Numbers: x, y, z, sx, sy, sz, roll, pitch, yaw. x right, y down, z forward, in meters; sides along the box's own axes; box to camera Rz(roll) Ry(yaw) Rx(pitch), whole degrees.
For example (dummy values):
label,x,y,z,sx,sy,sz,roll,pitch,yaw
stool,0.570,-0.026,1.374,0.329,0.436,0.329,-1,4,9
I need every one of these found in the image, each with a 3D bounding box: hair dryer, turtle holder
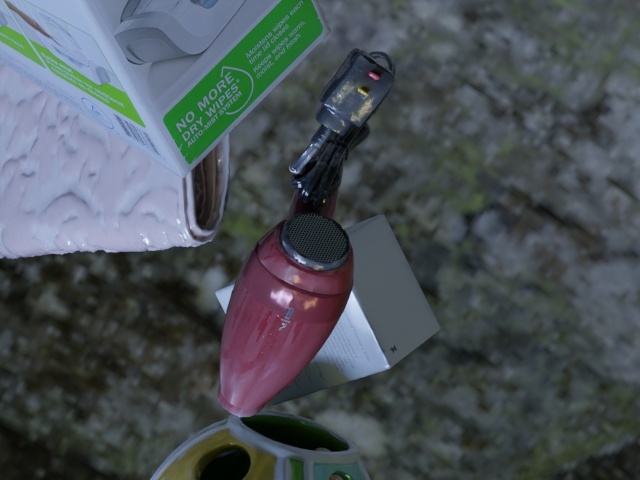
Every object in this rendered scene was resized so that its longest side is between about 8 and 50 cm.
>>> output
label,x,y,z,sx,sy,sz,roll,pitch,yaw
hair dryer,0.000,0.000,1.328,0.080,0.293,0.223,26,-176,3
turtle holder,-0.086,0.280,1.712,0.320,0.227,0.243,14,-170,-28

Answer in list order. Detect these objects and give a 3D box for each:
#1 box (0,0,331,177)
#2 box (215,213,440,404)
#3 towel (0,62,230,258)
label,x,y,z,sx,sy,sz,roll,pitch,yaw
box,-0.155,-0.189,0.931,0.262,0.231,0.127,32,-109,36
box,0.006,0.068,1.747,0.091,0.170,0.130,-32,-82,-47
towel,-0.170,-0.144,1.432,0.053,0.332,0.317,12,-100,-37
